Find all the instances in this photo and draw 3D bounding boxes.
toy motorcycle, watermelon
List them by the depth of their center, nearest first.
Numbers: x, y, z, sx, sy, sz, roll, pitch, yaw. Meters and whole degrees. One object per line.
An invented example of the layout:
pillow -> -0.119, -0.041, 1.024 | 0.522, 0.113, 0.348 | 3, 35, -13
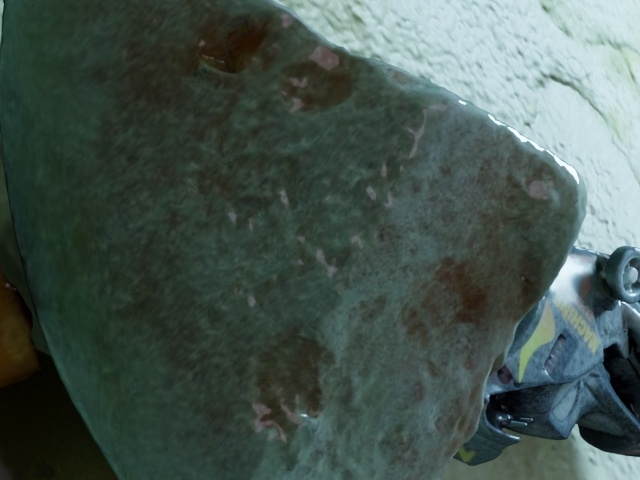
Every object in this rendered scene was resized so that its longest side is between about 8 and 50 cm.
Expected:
watermelon -> 0.000, 0.000, 0.551 | 0.228, 0.258, 0.387 | -53, 122, -76
toy motorcycle -> 0.156, 0.078, 0.795 | 0.307, 0.108, 0.173 | 14, 85, -36

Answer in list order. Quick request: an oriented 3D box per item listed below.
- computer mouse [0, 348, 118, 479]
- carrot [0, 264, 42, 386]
computer mouse -> -0.120, 0.190, 0.589 | 0.310, 0.072, 0.158 | 52, 60, -22
carrot -> -0.246, 0.030, 0.472 | 0.225, 0.159, 0.159 | -26, 101, -23
